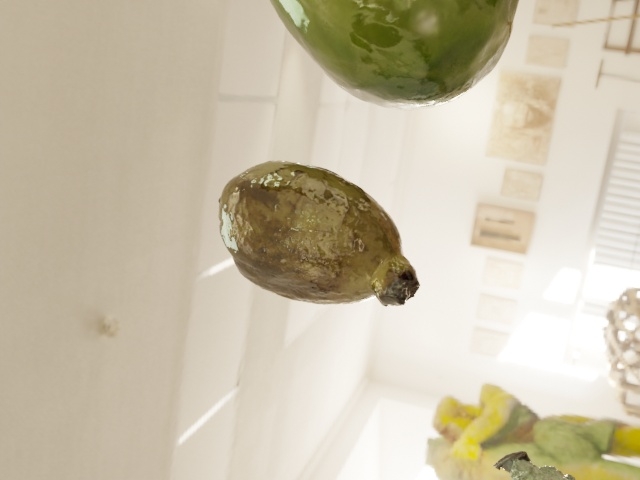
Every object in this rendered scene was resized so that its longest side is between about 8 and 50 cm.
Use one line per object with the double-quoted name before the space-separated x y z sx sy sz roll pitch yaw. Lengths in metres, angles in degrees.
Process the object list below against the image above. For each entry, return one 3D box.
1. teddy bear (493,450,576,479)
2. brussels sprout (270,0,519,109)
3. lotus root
"teddy bear" 0.231 0.264 0.682 0.111 0.133 0.213 -44 25 20
"brussels sprout" 0.090 -0.310 0.899 0.268 0.344 0.344 -39 7 28
"lotus root" 0.000 0.000 0.694 0.138 0.214 0.138 -44 -32 -37
